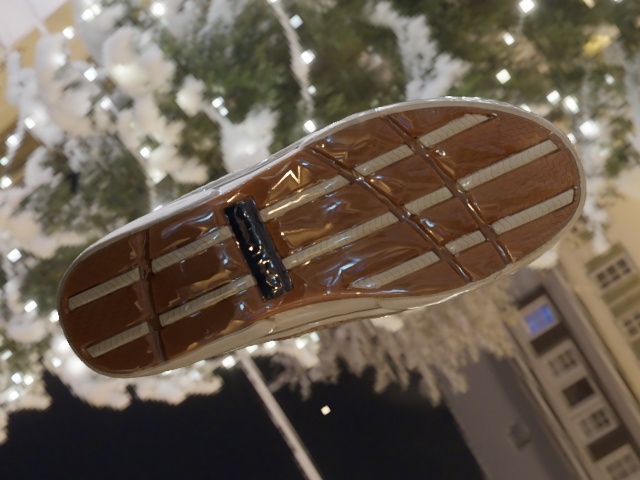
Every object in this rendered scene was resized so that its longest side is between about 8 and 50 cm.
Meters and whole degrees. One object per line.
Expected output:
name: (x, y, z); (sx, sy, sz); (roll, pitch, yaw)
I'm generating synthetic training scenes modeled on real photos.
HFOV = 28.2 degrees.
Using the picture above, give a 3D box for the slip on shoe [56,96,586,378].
slip on shoe: (0.000, 0.000, 0.326); (0.041, 0.135, 0.051); (-29, -83, -81)
